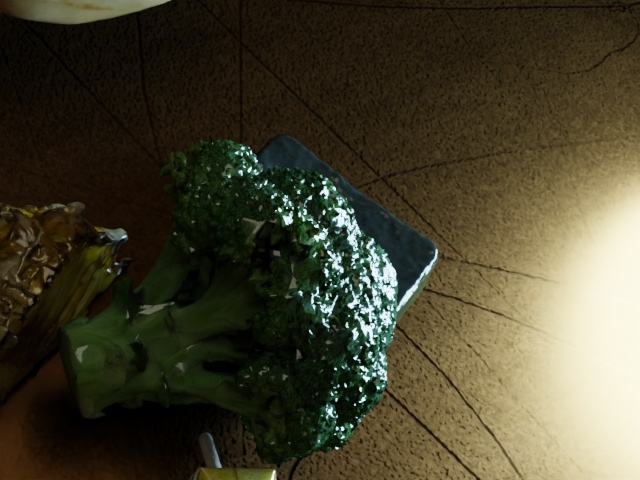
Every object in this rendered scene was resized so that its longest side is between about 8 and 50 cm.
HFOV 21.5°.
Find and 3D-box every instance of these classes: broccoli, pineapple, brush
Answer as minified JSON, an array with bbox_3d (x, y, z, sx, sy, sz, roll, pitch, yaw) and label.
[{"bbox_3d":[-0.072,0.056,1.321,0.270,0.270,0.270,-17,64,-8],"label":"broccoli"},{"bbox_3d":[-0.277,0.034,1.290,0.161,0.158,0.334,39,52,5],"label":"pineapple"},{"bbox_3d":[0.000,0.000,1.498,0.197,0.059,0.123,37,50,4],"label":"brush"}]

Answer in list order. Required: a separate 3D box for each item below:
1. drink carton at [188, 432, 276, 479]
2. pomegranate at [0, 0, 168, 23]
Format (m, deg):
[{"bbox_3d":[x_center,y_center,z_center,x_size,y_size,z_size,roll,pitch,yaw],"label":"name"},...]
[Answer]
[{"bbox_3d":[-0.067,0.228,1.306,0.084,0.074,0.200,3,58,-22],"label":"drink carton"},{"bbox_3d":[-0.204,-0.383,1.485,0.411,0.411,0.411,11,54,-16],"label":"pomegranate"}]
